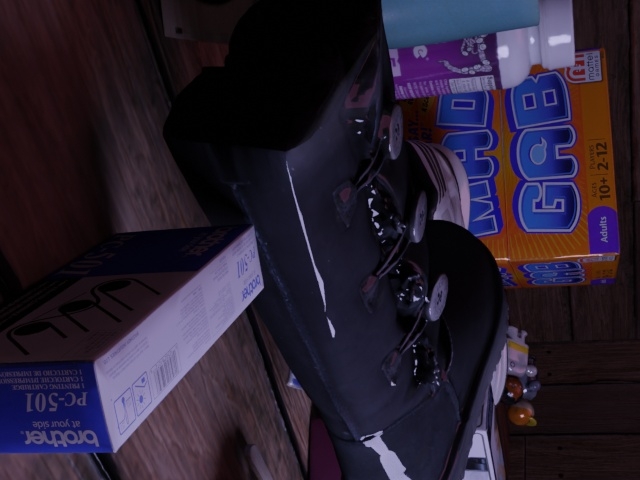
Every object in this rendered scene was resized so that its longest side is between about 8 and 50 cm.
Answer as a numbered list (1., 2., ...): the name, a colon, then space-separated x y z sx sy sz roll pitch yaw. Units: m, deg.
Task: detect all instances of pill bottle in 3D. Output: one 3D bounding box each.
1. pill bottle: 0.203 -0.294 1.288 0.169 0.302 0.169 -4 90 -74

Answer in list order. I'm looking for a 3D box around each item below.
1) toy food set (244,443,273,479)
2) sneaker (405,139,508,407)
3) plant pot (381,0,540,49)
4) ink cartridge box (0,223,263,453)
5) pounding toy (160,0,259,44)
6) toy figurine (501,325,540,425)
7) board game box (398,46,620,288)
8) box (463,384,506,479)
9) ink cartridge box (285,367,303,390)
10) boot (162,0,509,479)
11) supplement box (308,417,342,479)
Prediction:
1. toy food set: -0.039 0.262 0.701 0.218 0.071 0.128 -65 145 -54
2. sneaker: 0.147 0.065 1.342 0.257 0.169 0.447 3 76 -66
3. plant pot: 0.056 -0.312 0.852 0.293 0.235 0.293 -14 90 -78
4. ink cartridge box: -0.108 0.042 0.477 0.207 0.097 0.046 -48 132 -68
5. pounding toy: -0.087 -0.221 0.657 0.141 0.100 0.130 -73 169 -46
6. toy figurine: 0.285 0.251 1.626 0.213 0.210 0.148 60 36 -56
7. board game box: 0.355 -0.108 1.685 0.356 0.356 0.356 33 54 -71
8. box: 0.169 0.314 1.278 0.087 0.169 0.290 -74 156 -45
9. ink cartridge box: 0.000 0.000 0.930 0.324 0.071 0.330 42 50 -67
10. boot: 0.045 -0.024 0.768 0.367 0.146 0.445 -77 151 -45
11. supplement box: 0.062 0.253 1.021 0.188 0.104 0.080 53 35 -63
